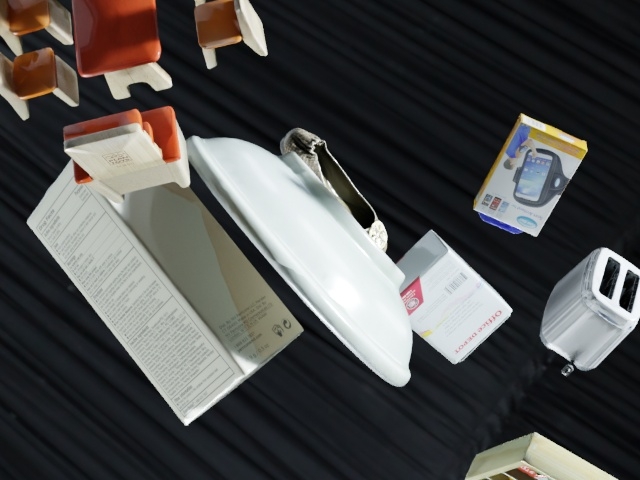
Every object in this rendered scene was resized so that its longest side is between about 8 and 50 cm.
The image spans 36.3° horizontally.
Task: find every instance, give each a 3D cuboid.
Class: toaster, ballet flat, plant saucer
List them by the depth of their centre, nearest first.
[{"bbox_3d":[0.000,0.000,1.203,0.100,0.400,0.400,-41,162,3],"label":"plant saucer"},{"bbox_3d":[0.031,-0.075,1.524,0.058,0.250,0.084,-26,-163,39],"label":"ballet flat"},{"bbox_3d":[0.477,0.118,1.700,0.227,0.129,0.146,-53,176,-48],"label":"toaster"}]

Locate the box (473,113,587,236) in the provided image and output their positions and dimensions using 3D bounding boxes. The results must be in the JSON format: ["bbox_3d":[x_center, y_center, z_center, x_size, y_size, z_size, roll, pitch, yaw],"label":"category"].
[{"bbox_3d":[0.231,-0.066,1.098,0.028,0.081,0.136,-70,-176,-62],"label":"box"}]

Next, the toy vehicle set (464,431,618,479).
[{"bbox_3d":[0.311,0.308,1.090,0.035,0.266,0.166,-61,-179,-24],"label":"toy vehicle set"}]

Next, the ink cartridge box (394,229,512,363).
[{"bbox_3d":[0.190,0.090,1.504,0.127,0.072,0.175,-44,122,8],"label":"ink cartridge box"}]

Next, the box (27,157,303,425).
[{"bbox_3d":[-0.183,0.040,1.138,0.148,0.311,0.121,-41,175,39],"label":"box"}]

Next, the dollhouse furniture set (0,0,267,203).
[{"bbox_3d":[-0.191,-0.181,0.925,0.262,0.259,0.135,-13,159,6],"label":"dollhouse furniture set"}]
